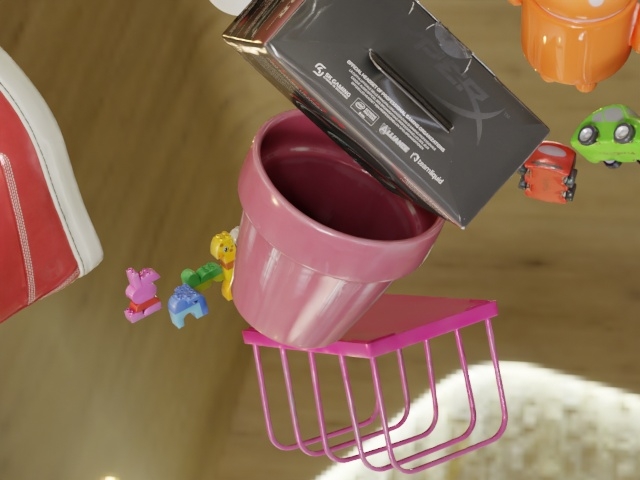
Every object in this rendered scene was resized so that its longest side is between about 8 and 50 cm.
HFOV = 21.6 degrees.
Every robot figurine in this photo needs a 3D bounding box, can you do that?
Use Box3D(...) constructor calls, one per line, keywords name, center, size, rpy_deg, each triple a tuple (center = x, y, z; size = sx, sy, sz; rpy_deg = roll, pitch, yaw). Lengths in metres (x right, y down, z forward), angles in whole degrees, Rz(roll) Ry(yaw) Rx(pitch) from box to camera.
Box3D(name="robot figurine", center=(0.278, -0.255, 1.814), size=(0.158, 0.128, 0.219), rpy_deg=(58, 166, 30))

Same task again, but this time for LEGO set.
Box3D(name="LEGO set", center=(-0.151, 0.032, 2.221), size=(0.087, 0.227, 0.093), rpy_deg=(36, 146, 48))

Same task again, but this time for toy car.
Box3D(name="toy car", center=(0.259, -0.108, 1.730), size=(0.239, 0.225, 0.053), rpy_deg=(34, -114, -43))

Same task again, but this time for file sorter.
Box3D(name="file sorter", center=(0.073, 0.182, 2.154), size=(0.202, 0.290, 0.182), rpy_deg=(-16, -81, -32))

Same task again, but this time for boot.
Box3D(name="boot", center=(-0.285, -0.030, 1.321), size=(0.176, 0.088, 0.244), rpy_deg=(-36, -52, -25))

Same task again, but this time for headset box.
Box3D(name="headset box", center=(0.048, -0.131, 1.382), size=(0.110, 0.218, 0.293), rpy_deg=(-49, 14, -1))

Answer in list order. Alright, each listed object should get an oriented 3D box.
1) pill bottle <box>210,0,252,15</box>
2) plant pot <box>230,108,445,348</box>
Box3D(name="pill bottle", center=(-0.065, -0.286, 1.659), size=(0.137, 0.078, 0.078), rpy_deg=(-68, -22, -45))
Box3D(name="plant pot", center=(0.000, 0.000, 1.645), size=(0.201, 0.201, 0.180), rpy_deg=(-72, 6, -53))
